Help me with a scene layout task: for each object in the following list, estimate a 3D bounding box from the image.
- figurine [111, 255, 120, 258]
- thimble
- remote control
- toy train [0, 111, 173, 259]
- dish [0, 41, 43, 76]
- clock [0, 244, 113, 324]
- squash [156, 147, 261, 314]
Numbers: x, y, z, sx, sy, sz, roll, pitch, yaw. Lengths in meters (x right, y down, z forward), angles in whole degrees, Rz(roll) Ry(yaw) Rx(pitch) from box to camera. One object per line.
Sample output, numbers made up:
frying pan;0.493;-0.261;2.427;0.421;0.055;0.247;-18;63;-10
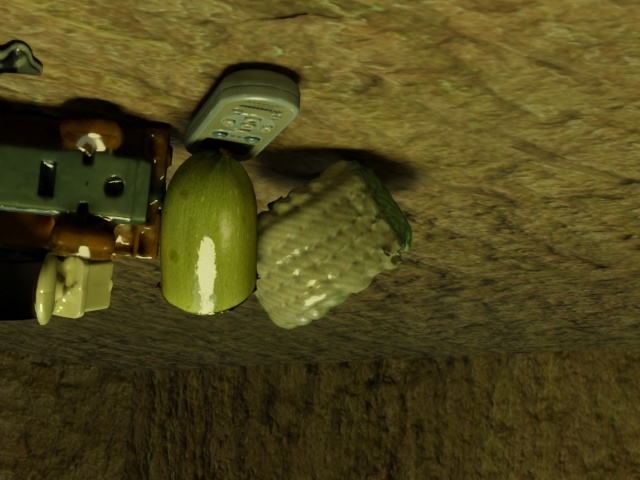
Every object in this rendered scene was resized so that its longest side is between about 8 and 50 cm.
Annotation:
figurine;-0.360;0.007;2.091;0.064;0.047;0.109;3;179;-30
thimble;0.000;0.000;1.577;0.219;0.150;0.219;-32;-176;3
remote control;-0.088;-0.133;1.365;0.087;0.047;0.244;5;167;-18
toy train;-0.360;-0.070;1.495;0.369;0.163;0.231;6;180;-7
dish;-0.415;-0.160;1.283;0.246;0.078;0.224;3;166;4
clock;-0.474;0.037;1.564;0.379;0.120;0.276;11;-174;26
squash;-0.124;-0.019;1.433;0.123;0.123;0.186;5;124;-2
